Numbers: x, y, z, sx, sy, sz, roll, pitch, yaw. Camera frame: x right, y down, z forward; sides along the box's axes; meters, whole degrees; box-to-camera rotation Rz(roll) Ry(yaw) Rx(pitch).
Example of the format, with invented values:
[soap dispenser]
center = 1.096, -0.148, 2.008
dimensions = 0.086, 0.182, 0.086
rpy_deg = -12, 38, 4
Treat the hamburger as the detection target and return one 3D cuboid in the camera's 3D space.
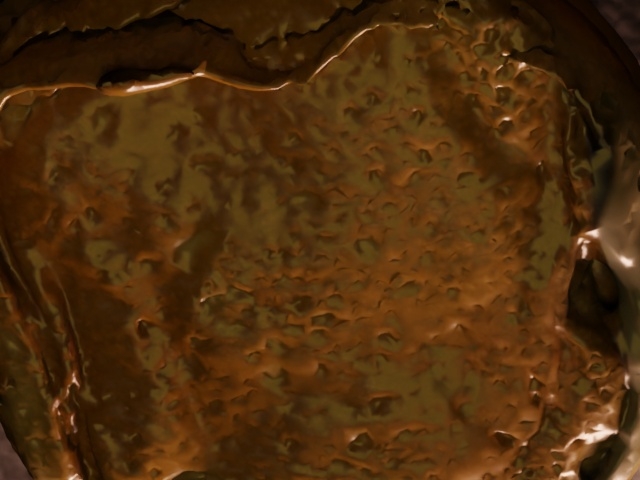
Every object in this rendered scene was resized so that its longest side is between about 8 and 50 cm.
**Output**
[hamburger]
center = 0.000, 0.000, 0.782
dimensions = 0.319, 0.158, 0.318
rpy_deg = 2, 125, 2
